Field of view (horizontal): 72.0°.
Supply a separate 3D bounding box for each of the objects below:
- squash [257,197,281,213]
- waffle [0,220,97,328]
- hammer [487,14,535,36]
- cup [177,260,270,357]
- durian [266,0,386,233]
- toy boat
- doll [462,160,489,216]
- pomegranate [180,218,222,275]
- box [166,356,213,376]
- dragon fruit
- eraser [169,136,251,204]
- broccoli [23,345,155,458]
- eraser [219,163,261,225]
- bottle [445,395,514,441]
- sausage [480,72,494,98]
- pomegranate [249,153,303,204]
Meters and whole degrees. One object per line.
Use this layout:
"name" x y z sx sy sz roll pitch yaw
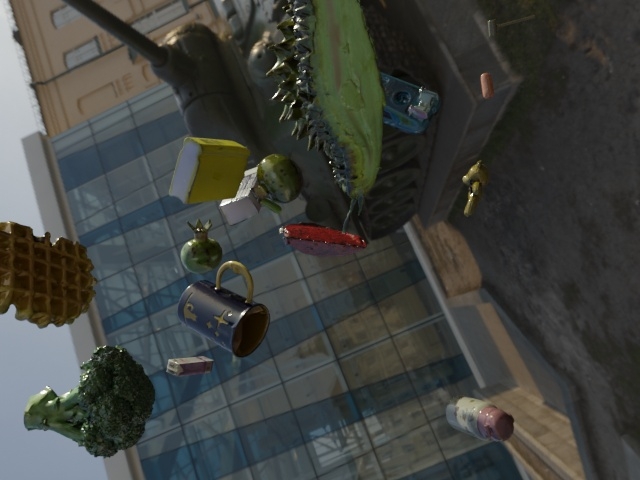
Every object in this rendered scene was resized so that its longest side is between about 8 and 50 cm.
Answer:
"squash" -0.144 -0.101 1.242 0.089 0.027 0.027 31 -152 -41
"waffle" -0.634 0.068 1.010 0.283 0.065 0.309 61 -171 -19
"hammer" 0.457 -0.521 1.055 0.019 0.110 0.036 -95 -9 -66
"cup" -0.296 0.202 1.409 0.256 0.255 0.178 21 168 27
"durian" 0.011 -0.179 0.522 0.107 0.132 0.375 -126 16 -51
"toy boat" 0.162 -0.389 1.149 0.298 0.134 0.092 29 171 22
"doll" 0.587 -0.197 1.704 0.137 0.097 0.210 31 -102 -65
"pomegranate" -0.457 0.026 1.686 0.156 0.156 0.220 10 -106 -85
"box" -0.350 0.339 1.189 0.117 0.050 0.036 12 -95 -50
"dragon fruit" 0.000 0.000 1.800 0.282 0.343 0.100 -114 32 -67
"eraser" -0.282 -0.182 1.151 0.069 0.158 0.226 30 -160 17
"broccoli" -0.530 0.383 1.034 0.270 0.270 0.270 175 90 -72
"eraser" -0.267 -0.173 1.610 0.287 0.130 0.086 -81 -33 -58
"bottle" 0.481 0.537 1.326 0.110 0.109 0.233 66 162 5
"sausage" 0.526 -0.488 1.390 0.034 0.034 0.083 47 -142 -77
"pomegranate" -0.106 -0.151 1.103 0.130 0.130 0.130 -24 -90 -86
